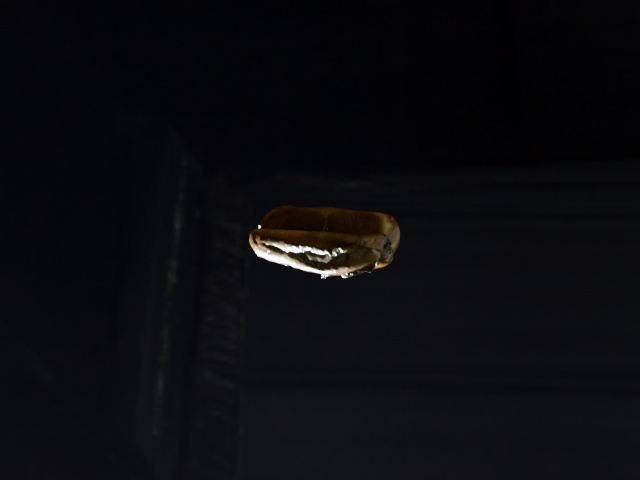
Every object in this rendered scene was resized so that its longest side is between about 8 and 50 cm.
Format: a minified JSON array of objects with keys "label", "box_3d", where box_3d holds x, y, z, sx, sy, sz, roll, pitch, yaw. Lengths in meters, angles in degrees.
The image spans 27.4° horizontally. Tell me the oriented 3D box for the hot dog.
[{"label":"hot dog","box_3d":[0.000,0.001,1.012,0.062,0.144,0.038,-48,-55,-34]}]
